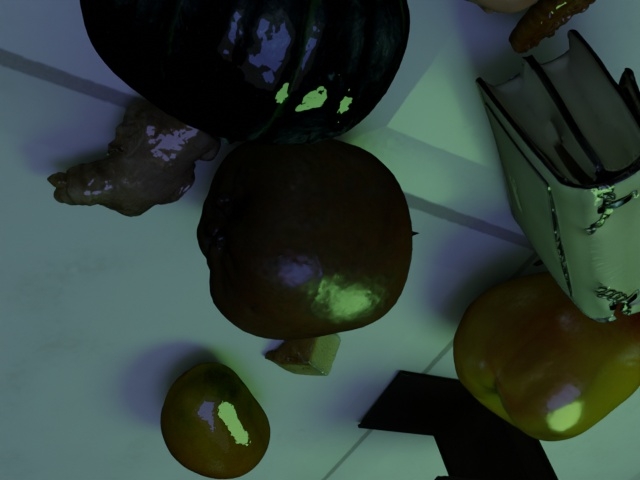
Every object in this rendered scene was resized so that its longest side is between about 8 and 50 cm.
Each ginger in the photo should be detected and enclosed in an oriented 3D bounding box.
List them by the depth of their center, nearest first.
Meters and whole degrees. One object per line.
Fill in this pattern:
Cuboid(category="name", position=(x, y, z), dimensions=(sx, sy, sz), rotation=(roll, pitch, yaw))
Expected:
Cuboid(category="ginger", position=(-0.231, -0.088, 0.931), dimensions=(0.213, 0.074, 0.137), rotation=(-37, 126, 12))

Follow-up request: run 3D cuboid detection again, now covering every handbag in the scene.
Cuboid(category="handbag", position=(0.350, -0.068, 0.976), dimensions=(0.160, 0.237, 0.358), rotation=(-24, 144, 9))

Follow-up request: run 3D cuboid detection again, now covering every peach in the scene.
Cuboid(category="peach", position=(0.396, 0.181, 1.236), dimensions=(0.308, 0.289, 0.289), rotation=(-40, 136, -13))

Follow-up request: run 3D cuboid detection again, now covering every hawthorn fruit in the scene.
Cuboid(category="hawthorn fruit", position=(0.000, 0.000, 0.948), dimensions=(0.301, 0.268, 0.268), rotation=(6, 130, -24))

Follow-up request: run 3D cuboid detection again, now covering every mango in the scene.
Cuboid(category="mango", position=(-0.191, 0.320, 1.283), dimensions=(0.175, 0.139, 0.254), rotation=(-30, 127, -5))

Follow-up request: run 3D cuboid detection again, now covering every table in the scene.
Cuboid(category="table", position=(0.262, 0.418, 1.431), dimensions=(0.282, 0.250, 0.196), rotation=(14, 128, -26))

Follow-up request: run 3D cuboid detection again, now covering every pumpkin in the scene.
Cuboid(category="pumpkin", position=(-0.063, -0.233, 0.685), dimensions=(0.315, 0.315, 0.238), rotation=(11, 122, -25))

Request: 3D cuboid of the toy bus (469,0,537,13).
Cuboid(category="toy bus", position=(0.144, -0.340, 0.701), dimensions=(0.287, 0.232, 0.194), rotation=(23, 119, -30))

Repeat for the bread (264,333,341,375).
Cuboid(category="bread", position=(-0.029, 0.193, 1.293), dimensions=(0.109, 0.080, 0.084), rotation=(-4, 146, 39))

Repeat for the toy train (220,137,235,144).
Cuboid(category="toy train", position=(-0.083, -0.171, 0.904), dimensions=(0.138, 0.050, 0.087), rotation=(-30, 133, -1))

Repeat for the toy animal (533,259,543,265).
Cuboid(category="toy animal", position=(0.469, 0.009, 1.238), dimensions=(0.219, 0.086, 0.069), rotation=(-17, 135, 25))

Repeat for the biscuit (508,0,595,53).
Cuboid(category="biscuit", position=(0.313, -0.297, 0.809), dimensions=(0.254, 0.254, 0.035), rotation=(-40, 88, 20))
